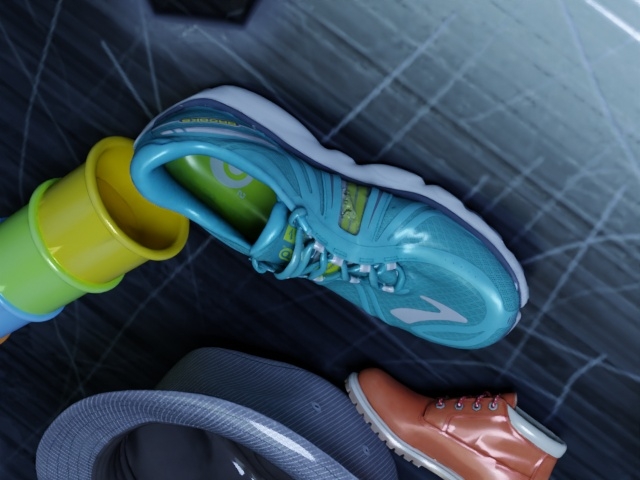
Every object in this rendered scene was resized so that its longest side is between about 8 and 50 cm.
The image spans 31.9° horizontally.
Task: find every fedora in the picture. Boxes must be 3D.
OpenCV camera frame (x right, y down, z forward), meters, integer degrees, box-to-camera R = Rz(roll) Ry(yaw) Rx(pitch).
[{"bbox_3d":[-0.048,0.166,0.798,0.275,0.124,0.244,34,132,-4],"label":"fedora"}]

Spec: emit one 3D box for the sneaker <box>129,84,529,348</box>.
[{"bbox_3d":[0.000,0.000,0.728,0.275,0.110,0.107,27,118,6],"label":"sneaker"}]

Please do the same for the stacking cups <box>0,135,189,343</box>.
[{"bbox_3d":[-0.244,0.035,0.837,0.316,0.096,0.096,-28,101,27],"label":"stacking cups"}]

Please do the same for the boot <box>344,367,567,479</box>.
[{"bbox_3d":[0.095,0.126,0.788,0.158,0.059,0.084,36,102,7],"label":"boot"}]
